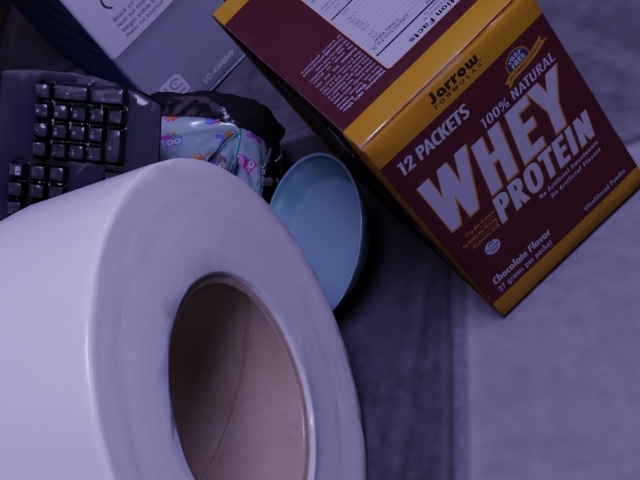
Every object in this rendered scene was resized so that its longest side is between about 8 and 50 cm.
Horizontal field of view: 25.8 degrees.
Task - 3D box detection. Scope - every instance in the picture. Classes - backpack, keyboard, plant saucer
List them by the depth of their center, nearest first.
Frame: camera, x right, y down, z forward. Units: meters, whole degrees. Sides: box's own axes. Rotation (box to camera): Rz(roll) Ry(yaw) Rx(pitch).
[{"bbox_3d":[-0.211,0.042,0.952,0.201,0.033,0.317,6,95,18],"label":"keyboard"},{"bbox_3d":[0.000,0.000,0.963,0.119,0.021,0.119,-17,69,53],"label":"plant saucer"},{"bbox_3d":[-0.113,-0.018,1.021,0.152,0.115,0.182,-1,61,32],"label":"backpack"}]

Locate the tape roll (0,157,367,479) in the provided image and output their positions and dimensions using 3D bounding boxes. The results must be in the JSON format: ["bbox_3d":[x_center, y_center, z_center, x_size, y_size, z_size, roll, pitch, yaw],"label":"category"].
[{"bbox_3d":[-0.081,0.102,0.785,0.100,0.286,0.286,-16,51,25],"label":"tape roll"}]

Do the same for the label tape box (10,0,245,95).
[{"bbox_3d":[-0.235,-0.273,1.130,0.115,0.348,0.249,-46,43,-9],"label":"label tape box"}]

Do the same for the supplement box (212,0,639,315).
[{"bbox_3d":[0.068,-0.091,0.887,0.129,0.191,0.194,-44,43,0],"label":"supplement box"}]
